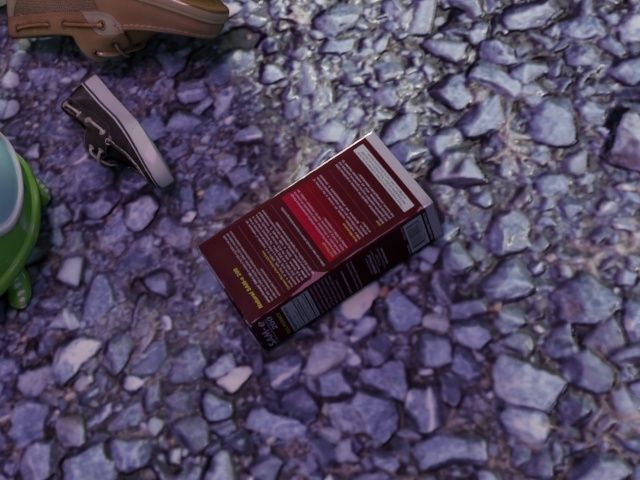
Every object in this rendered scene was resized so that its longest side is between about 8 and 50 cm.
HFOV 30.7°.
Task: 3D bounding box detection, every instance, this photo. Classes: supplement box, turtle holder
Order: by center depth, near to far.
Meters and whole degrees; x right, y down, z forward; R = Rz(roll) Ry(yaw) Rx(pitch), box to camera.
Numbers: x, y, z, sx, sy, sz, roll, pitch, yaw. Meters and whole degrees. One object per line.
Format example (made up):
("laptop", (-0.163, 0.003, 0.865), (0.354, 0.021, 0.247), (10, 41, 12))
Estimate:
("supplement box", (0.000, 0.000, 1.293), (0.239, 0.073, 0.130), (-33, 56, -5))
("turtle holder", (-0.455, -0.071, 1.377), (0.243, 0.227, 0.320), (10, 64, 22))

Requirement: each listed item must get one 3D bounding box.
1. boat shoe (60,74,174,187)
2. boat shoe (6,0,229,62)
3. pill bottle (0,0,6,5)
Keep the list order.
("boat shoe", (-0.253, -0.122, 1.443), (0.070, 0.078, 0.219), (-37, 49, -8))
("boat shoe", (-0.270, -0.289, 1.532), (0.341, 0.122, 0.110), (14, 104, 28))
("pill bottle", (-0.494, -0.404, 1.668), (0.087, 0.087, 0.160), (-37, 57, -7))
